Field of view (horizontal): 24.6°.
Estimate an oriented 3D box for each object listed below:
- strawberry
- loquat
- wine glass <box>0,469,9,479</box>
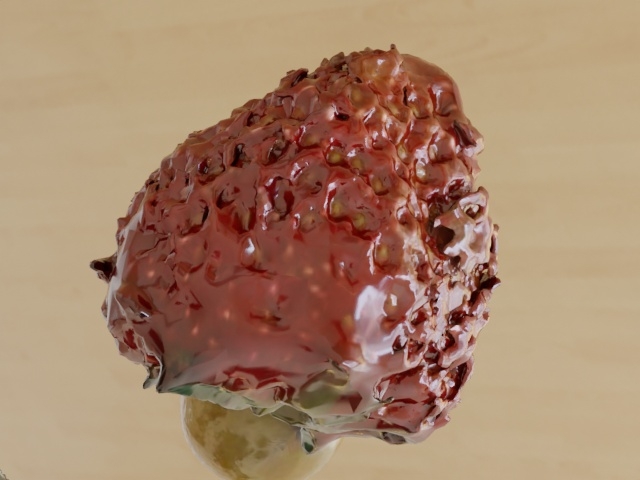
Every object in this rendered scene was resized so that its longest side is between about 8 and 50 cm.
[{"bbox_3d":[0.000,0.000,0.703,0.186,0.202,0.184,24,179,0],"label":"strawberry"},{"bbox_3d":[-0.043,0.126,1.187,0.137,0.163,0.163,-12,130,23],"label":"loquat"},{"bbox_3d":[-0.322,0.248,1.120,0.198,0.066,0.066,-38,117,5],"label":"wine glass"}]
